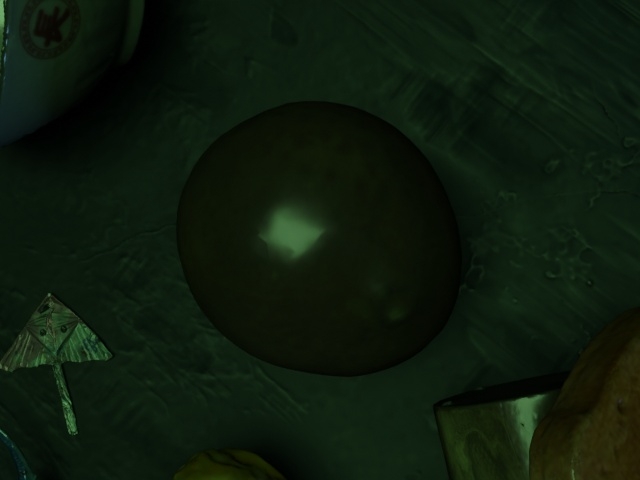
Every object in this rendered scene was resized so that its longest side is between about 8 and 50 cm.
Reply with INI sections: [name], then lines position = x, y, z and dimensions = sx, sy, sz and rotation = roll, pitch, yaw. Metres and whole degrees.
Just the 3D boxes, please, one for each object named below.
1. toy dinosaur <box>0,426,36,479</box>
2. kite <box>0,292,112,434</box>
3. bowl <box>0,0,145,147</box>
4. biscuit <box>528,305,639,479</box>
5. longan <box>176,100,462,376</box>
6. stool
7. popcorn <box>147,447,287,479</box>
[toy dinosaur]
position = -0.267, 0.339, 1.038
dimensions = 0.144, 0.076, 0.329
rotation = -2, 97, 18
[kite]
position = -0.284, 0.132, 1.085
dimensions = 0.137, 0.005, 0.152
rotation = -6, 86, 14
[bowl]
position = -0.267, -0.247, 0.997
dimensions = 0.158, 0.337, 0.337
rotation = -2, 86, -28
[biscuit]
position = 0.330, 0.269, 0.811
dimensions = 0.350, 0.078, 0.455
rotation = -14, 86, -33
[longan]
position = 0.000, 0.000, 0.911
dimensions = 0.258, 0.258, 0.258
rotation = -1, 87, 12
[stool]
position = 0.212, 0.252, 0.888
dimensions = 0.179, 0.179, 0.264
rotation = -13, 85, 11
[popcorn]
position = -0.080, 0.306, 0.945
dimensions = 0.253, 0.191, 0.190
rotation = 41, 110, 2
